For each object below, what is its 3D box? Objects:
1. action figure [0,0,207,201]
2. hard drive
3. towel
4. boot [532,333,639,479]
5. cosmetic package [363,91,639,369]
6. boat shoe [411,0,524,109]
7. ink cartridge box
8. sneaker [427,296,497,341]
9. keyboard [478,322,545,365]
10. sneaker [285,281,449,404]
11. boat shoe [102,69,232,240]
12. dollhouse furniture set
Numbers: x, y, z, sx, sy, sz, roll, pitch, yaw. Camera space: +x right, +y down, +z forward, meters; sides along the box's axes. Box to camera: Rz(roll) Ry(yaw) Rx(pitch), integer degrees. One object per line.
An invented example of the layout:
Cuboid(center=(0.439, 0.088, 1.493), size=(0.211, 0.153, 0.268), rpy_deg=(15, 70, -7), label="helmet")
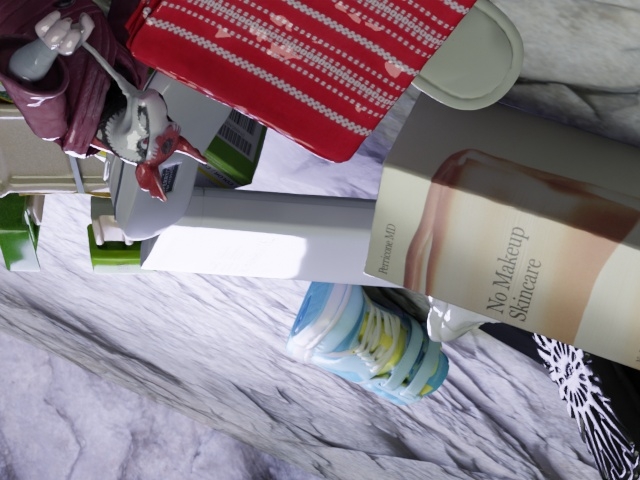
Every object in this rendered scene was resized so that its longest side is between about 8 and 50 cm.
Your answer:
Cuboid(center=(-0.238, -0.168, 1.370), size=(0.276, 0.248, 0.370), rpy_deg=(-40, 83, 33), label="action figure")
Cuboid(center=(0.000, 0.000, 1.854), size=(0.353, 0.047, 0.233), rpy_deg=(5, 166, -12), label="hard drive")
Cuboid(center=(0.012, -0.191, 1.217), size=(0.199, 0.031, 0.275), rpy_deg=(29, 119, -20), label="towel")
Cuboid(center=(0.360, 0.094, 1.727), size=(0.260, 0.348, 0.131), rpy_deg=(-17, 164, -16), label="boot")
Cuboid(center=(0.202, -0.010, 1.566), size=(0.296, 0.129, 0.153), rpy_deg=(18, 136, 12), label="cosmetic package")
Cuboid(center=(0.014, -0.216, 1.291), size=(0.319, 0.116, 0.099), rpy_deg=(38, -170, -21), label="boat shoe")
Cuboid(center=(-0.207, -0.116, 1.794), size=(0.255, 0.097, 0.189), rpy_deg=(-14, 142, 41), label="ink cartridge box")
Cuboid(center=(0.162, 0.066, 1.811), size=(0.094, 0.080, 0.212), rpy_deg=(13, 166, 9), label="sneaker")
Cuboid(center=(0.313, 0.138, 2.108), size=(0.317, 0.033, 0.201), rpy_deg=(29, 168, -22), label="keyboard")
Cuboid(center=(0.073, 0.118, 2.190), size=(0.208, 0.127, 0.319), rpy_deg=(24, 172, 0), label="sneaker")
Cuboid(center=(-0.147, -0.107, 1.607), size=(0.088, 0.096, 0.267), rpy_deg=(58, 153, 22), label="boat shoe")
Cuboid(center=(-0.286, -0.109, 2.051), size=(0.198, 0.151, 0.301), rpy_deg=(0, 142, 3), label="dollhouse furniture set")
